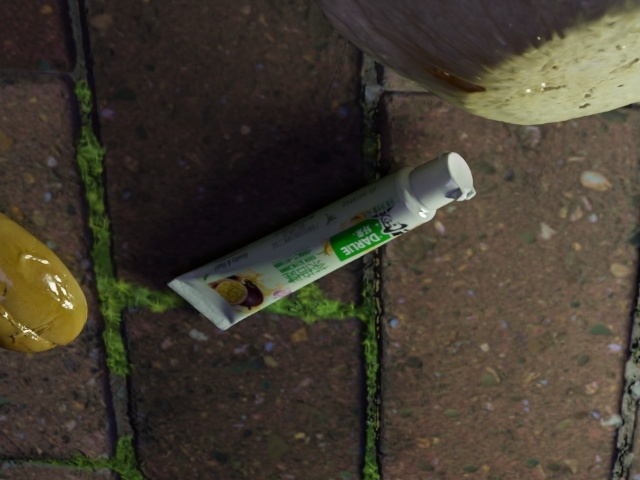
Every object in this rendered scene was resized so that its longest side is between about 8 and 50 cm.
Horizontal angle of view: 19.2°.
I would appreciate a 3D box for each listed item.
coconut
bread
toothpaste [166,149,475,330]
[{"bbox_3d":[0.144,-0.294,1.210,0.344,0.415,0.415,-1,140,-35],"label":"coconut"},{"bbox_3d":[-0.296,0.040,1.752,0.114,0.077,0.189,-23,127,30],"label":"bread"},{"bbox_3d":[0.000,0.000,1.695,0.314,0.056,0.058,-28,82,32],"label":"toothpaste"}]
